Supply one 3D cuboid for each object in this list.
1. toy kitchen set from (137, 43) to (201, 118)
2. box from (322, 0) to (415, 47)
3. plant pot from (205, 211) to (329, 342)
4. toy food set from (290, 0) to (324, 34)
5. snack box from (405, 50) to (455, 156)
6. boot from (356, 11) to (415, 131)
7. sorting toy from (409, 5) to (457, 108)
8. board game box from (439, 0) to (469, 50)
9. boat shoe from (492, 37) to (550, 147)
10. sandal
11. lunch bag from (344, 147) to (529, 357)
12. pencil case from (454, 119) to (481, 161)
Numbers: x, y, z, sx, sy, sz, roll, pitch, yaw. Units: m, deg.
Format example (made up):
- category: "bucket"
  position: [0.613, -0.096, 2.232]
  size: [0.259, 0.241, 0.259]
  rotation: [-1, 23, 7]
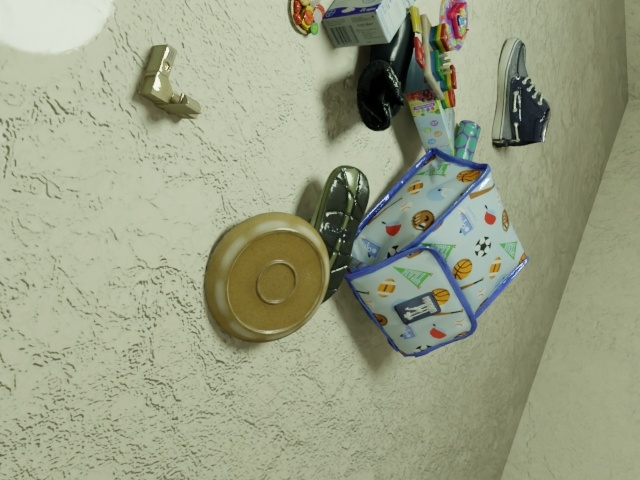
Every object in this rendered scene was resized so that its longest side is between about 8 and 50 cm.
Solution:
- category: "toy kitchen set"
  position: [-0.192, -0.218, 0.778]
  size: [0.083, 0.068, 0.075]
  rotation: [25, 79, -53]
- category: "box"
  position: [0.093, -0.437, 1.050]
  size: [0.137, 0.126, 0.072]
  rotation: [-60, 138, -24]
- category: "plant pot"
  position: [-0.079, 0.069, 0.959]
  size: [0.236, 0.032, 0.236]
  rotation: [-8, 106, -29]
- category: "toy food set"
  position: [-0.023, -0.410, 0.992]
  size: [0.082, 0.020, 0.083]
  rotation: [22, 81, -53]
- category: "snack box"
  position: [0.261, -0.318, 1.306]
  size: [0.207, 0.070, 0.174]
  rotation: [59, 32, -44]
- category: "boot"
  position: [0.130, -0.347, 1.088]
  size: [0.207, 0.094, 0.246]
  rotation: [-60, 155, -69]
- category: "sorting toy"
  position: [0.243, -0.378, 1.136]
  size: [0.274, 0.046, 0.132]
  rotation: [20, 66, -63]
- category: "board game box"
  position: [0.361, -0.572, 1.446]
  size: [0.169, 0.033, 0.133]
  rotation: [1, 98, -53]
- category: "boat shoe"
  position: [0.644, -0.458, 1.744]
  size: [0.127, 0.158, 0.340]
  rotation: [-13, 109, -51]
- category: "sandal"
  position: [0.002, 0.000, 1.065]
  size: [0.120, 0.086, 0.303]
  rotation: [33, 78, -31]
- category: "lunch bag"
  position: [0.253, 0.046, 1.269]
  size: [0.385, 0.239, 0.328]
  rotation: [-43, 125, -11]
- category: "pencil case"
  position: [0.396, -0.254, 1.547]
  size: [0.064, 0.070, 0.151]
  rotation: [19, 85, -18]
